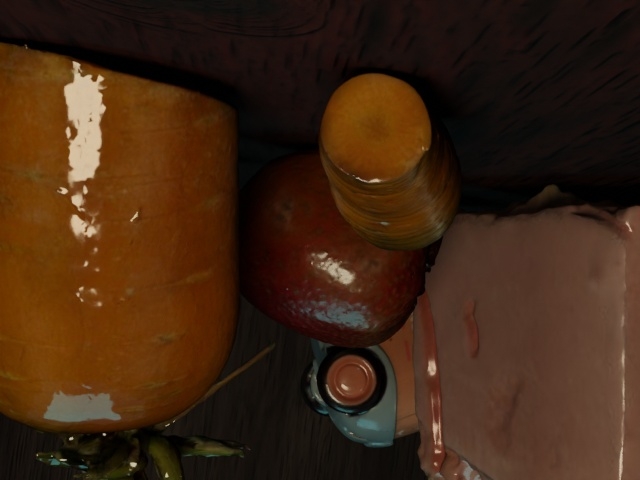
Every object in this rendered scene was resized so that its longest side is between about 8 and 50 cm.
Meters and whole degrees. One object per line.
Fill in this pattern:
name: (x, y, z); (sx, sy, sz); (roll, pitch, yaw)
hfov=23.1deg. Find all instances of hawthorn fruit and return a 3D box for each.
hawthorn fruit: (0.000, 0.000, 1.261); (0.188, 0.169, 0.169); (19, 177, -1)

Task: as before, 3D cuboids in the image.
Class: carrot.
carrot: (-0.146, 0.021, 1.047); (0.193, 0.331, 0.214); (8, -164, 20)
carrot: (0.041, -0.050, 0.933); (0.087, 0.087, 0.193); (7, 165, 11)

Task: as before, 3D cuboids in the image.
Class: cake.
cake: (0.279, 0.108, 1.355); (0.307, 0.293, 0.314); (7, 172, -33)

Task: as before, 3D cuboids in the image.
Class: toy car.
toy car: (0.079, 0.066, 1.582); (0.212, 0.270, 0.180); (-11, 174, -7)
